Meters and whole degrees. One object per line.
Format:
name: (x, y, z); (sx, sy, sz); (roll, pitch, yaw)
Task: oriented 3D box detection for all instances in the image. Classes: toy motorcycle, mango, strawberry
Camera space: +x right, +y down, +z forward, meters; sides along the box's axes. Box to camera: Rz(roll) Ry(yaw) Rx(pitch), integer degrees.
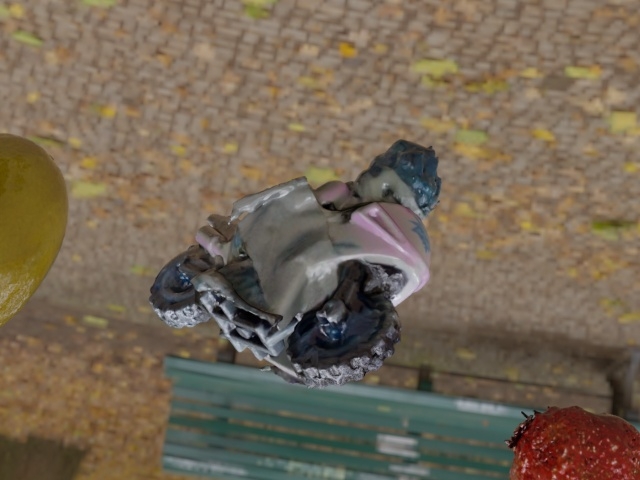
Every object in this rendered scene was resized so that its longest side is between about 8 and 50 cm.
toy motorcycle: (0.003, 0.004, 0.907); (0.239, 0.204, 0.108); (26, 154, 37)
mango: (-0.380, 0.022, 1.314); (0.195, 0.332, 0.142); (17, 147, 20)
strawberry: (0.176, 0.163, 0.867); (0.106, 0.106, 0.106); (9, 161, 3)
